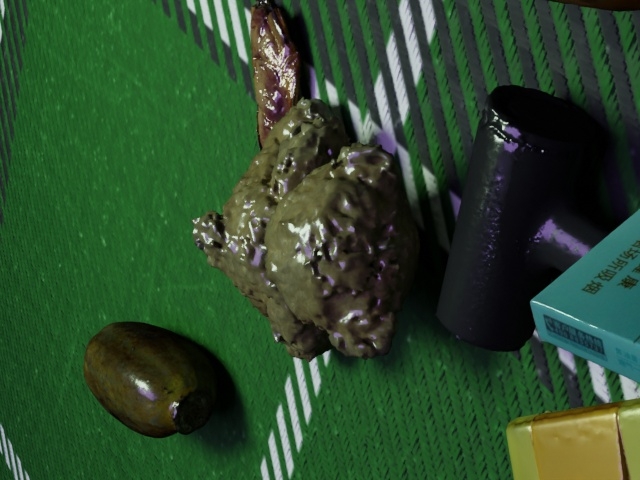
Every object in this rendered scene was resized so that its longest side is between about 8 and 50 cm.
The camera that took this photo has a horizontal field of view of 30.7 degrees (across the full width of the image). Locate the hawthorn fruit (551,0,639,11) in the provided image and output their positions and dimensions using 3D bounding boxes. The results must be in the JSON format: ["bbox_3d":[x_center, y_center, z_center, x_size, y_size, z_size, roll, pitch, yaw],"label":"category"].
[{"bbox_3d":[0.129,-0.315,0.630,0.403,0.403,0.403,16,110,53],"label":"hawthorn fruit"}]

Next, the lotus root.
[{"bbox_3d":[-0.213,0.168,1.440,0.241,0.124,0.123,13,118,54],"label":"lotus root"}]

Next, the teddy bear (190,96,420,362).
[{"bbox_3d":[0.000,0.000,1.079,0.256,0.156,0.267,7,101,53],"label":"teddy bear"}]

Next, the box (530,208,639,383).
[{"bbox_3d":[0.265,0.039,0.694,0.229,0.162,0.041,25,143,48],"label":"box"}]

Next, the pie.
[{"bbox_3d":[-0.048,-0.176,1.213,0.092,0.034,0.170,-2,94,59],"label":"pie"}]

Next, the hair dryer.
[{"bbox_3d":[0.200,0.023,0.865,0.251,0.089,0.197,36,125,38],"label":"hair dryer"}]

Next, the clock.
[{"bbox_3d":[0.236,0.147,0.778,0.202,0.143,0.096,-22,76,55],"label":"clock"}]
